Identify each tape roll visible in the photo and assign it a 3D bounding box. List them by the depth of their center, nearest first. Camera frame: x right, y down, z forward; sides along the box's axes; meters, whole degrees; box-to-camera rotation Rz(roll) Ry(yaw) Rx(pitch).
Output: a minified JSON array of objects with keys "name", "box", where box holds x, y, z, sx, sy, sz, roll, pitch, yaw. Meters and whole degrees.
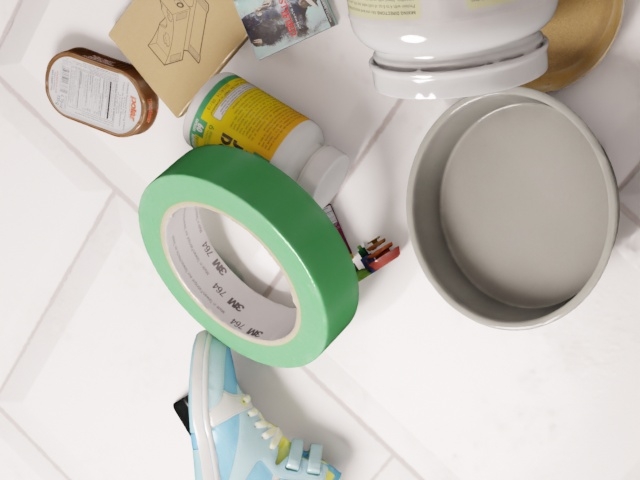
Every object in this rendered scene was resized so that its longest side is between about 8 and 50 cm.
[{"name":"tape roll","box":[-0.099,0.025,1.728,0.321,0.077,0.321,28,142,25]}]

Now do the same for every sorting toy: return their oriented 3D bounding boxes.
[{"name":"sorting toy","box":[0.058,0.026,1.721,0.102,0.061,0.042,-33,87,11]}]

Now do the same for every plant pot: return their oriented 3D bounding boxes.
[{"name":"plant pot","box":[0.248,-0.293,1.526,0.236,0.032,0.236,10,111,27]}]

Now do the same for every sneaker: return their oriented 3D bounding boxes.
[{"name":"sneaker","box":[-0.080,0.280,1.853,0.208,0.127,0.319,-6,87,0]}]

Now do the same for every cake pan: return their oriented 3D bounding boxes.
[{"name":"cake pan","box":[0.236,-0.039,1.563,0.293,0.054,0.293,4,97,40]}]

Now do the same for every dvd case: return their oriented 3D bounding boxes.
[{"name":"dvd case","box":[-0.046,-0.298,1.692,0.119,0.013,0.087,-21,94,20]}]

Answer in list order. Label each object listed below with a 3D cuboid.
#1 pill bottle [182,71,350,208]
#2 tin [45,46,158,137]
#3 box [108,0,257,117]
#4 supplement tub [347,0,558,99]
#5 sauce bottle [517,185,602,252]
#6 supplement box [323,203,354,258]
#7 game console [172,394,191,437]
[{"name":"pill bottle","box":[-0.069,-0.126,1.712,0.208,0.117,0.118,33,119,17]},{"name":"tin","box":[-0.322,-0.214,1.882,0.189,0.040,0.106,21,119,23]},{"name":"box","box":[-0.190,-0.295,1.787,0.164,0.021,0.201,50,123,7]},{"name":"supplement tub","box":[0.136,-0.336,1.408,0.235,0.235,0.325,3,113,29]},{"name":"sauce bottle","box":[0.295,-0.024,1.577,0.128,0.042,0.042,-36,86,32]},{"name":"supplement box","box":[0.000,0.000,1.756,0.055,0.043,0.083,-23,92,35]},{"name":"game console","box":[-0.156,0.277,1.954,0.107,0.071,0.122,-32,89,3]}]
